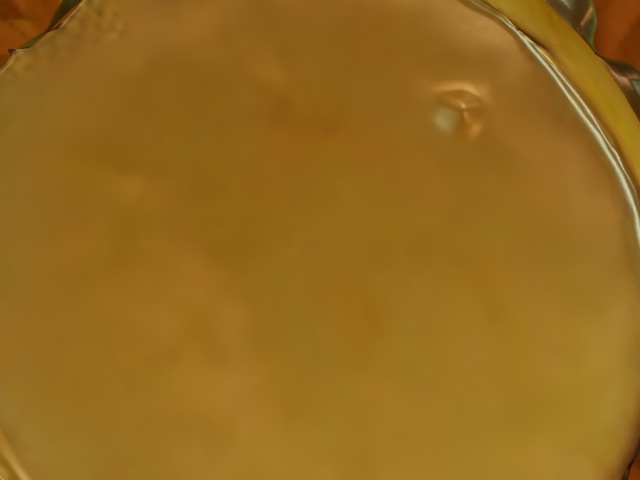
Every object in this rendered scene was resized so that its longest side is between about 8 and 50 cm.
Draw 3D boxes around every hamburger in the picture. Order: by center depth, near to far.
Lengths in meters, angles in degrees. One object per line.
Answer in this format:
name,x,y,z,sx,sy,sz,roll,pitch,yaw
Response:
hamburger,0.000,0.000,0.959,0.277,0.396,0.395,-63,150,-78
